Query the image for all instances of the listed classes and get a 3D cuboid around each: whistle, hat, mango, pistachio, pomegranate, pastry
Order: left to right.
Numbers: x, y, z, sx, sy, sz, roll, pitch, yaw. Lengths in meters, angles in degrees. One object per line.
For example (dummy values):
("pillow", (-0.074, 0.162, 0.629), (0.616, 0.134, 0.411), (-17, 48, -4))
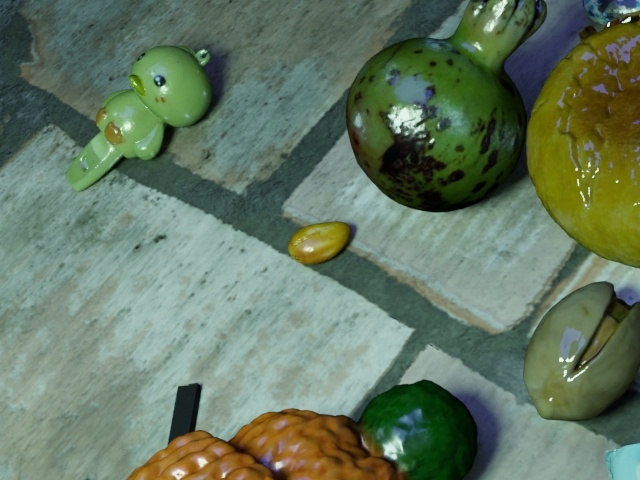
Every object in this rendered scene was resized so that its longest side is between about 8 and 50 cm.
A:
("whistle", (-0.287, -0.197, 1.725), (0.294, 0.141, 0.141), (-37, 50, -4))
("hat", (-0.027, 0.265, 1.191), (0.285, 0.285, 0.400), (32, 69, 37))
("mango", (0.000, 0.000, 1.511), (0.089, 0.046, 0.060), (-27, 49, -3))
("pomegranate", (0.177, -0.180, 1.435), (0.306, 0.242, 0.242), (-46, 51, -4))
("pistachio", (0.298, 0.122, 1.253), (0.124, 0.124, 0.185), (21, 50, 34))
("pastry", (0.418, -0.126, 1.346), (0.356, 0.164, 0.356), (-9, 58, 14))

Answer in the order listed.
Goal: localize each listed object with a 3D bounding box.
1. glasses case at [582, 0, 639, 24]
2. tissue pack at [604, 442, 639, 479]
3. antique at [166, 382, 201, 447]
("glasses case", (0.473, -0.434, 1.606), (0.125, 0.076, 0.327), (12, 62, 28))
("tissue pack", (0.387, 0.321, 1.080), (0.177, 0.089, 0.263), (-13, 54, 16))
("antique", (-0.180, 0.268, 1.411), (0.031, 0.015, 0.192), (-8, 52, 20))
